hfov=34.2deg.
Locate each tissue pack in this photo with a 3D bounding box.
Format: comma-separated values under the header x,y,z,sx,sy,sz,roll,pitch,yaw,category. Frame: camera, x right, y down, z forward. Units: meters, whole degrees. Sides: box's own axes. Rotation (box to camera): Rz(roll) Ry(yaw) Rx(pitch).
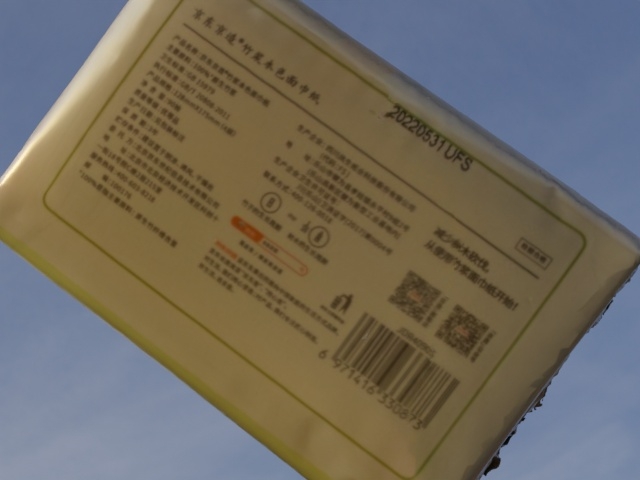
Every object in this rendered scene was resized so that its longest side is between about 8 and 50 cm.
x,y,z,sx,sy,sz,roll,pitch,yaw,category
0.000,0.000,0.460,0.234,0.125,0.159,35,-86,8,tissue pack
